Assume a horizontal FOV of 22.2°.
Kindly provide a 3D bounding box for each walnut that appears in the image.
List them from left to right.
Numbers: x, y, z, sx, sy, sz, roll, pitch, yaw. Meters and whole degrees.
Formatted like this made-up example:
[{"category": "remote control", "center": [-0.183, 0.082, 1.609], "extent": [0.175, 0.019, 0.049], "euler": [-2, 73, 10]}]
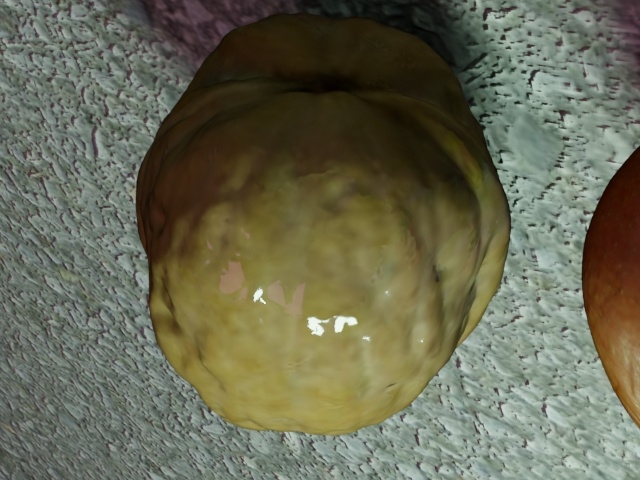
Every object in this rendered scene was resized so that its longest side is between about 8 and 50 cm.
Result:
[{"category": "walnut", "center": [-0.004, 0.000, 1.287], "extent": [0.306, 0.306, 0.344], "euler": [24, 141, 27]}]

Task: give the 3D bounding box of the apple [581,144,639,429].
[{"category": "apple", "center": [0.290, 0.030, 1.061], "extent": [0.206, 0.251, 0.272], "euler": [28, 167, 38]}]
